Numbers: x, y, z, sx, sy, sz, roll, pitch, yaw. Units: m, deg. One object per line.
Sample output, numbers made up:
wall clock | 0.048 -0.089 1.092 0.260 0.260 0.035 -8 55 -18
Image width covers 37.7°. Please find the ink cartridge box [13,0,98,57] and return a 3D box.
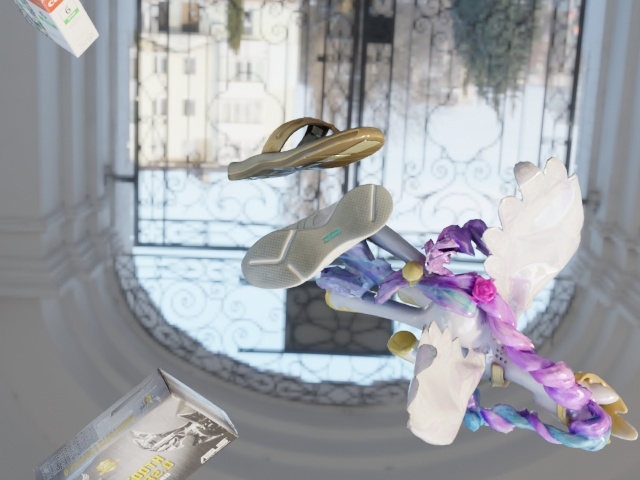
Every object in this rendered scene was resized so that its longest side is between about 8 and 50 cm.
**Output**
ink cartridge box | -0.220 -0.196 0.723 0.063 0.029 0.115 35 167 18

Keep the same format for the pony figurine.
pony figurine | 0.162 0.084 1.040 0.363 0.303 0.351 27 166 41

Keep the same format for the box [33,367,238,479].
box | -0.258 0.302 1.334 0.056 0.231 0.183 53 -177 39

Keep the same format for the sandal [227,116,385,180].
sandal | -0.022 -0.090 0.881 0.180 0.049 0.072 -8 176 43

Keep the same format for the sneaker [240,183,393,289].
sneaker | 0.000 0.000 0.849 0.152 0.054 0.061 -28 178 6
